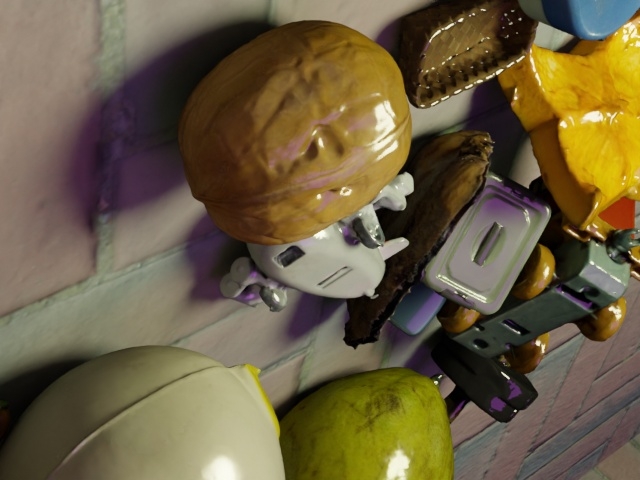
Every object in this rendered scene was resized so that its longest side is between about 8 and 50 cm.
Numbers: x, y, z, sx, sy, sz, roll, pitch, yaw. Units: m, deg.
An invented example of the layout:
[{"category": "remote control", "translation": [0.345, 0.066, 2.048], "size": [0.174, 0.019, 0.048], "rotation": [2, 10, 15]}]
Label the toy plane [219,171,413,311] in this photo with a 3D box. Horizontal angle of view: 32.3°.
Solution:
[{"category": "toy plane", "translation": [0.001, 0.003, 1.249], "size": [0.252, 0.118, 0.252], "rotation": [-20, 155, -10]}]

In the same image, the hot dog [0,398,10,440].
[{"category": "hot dog", "translation": [-0.381, 0.220, 1.091], "size": [0.188, 0.055, 0.072], "rotation": [-46, 148, 1]}]

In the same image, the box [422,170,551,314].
[{"category": "box", "translation": [0.201, -0.006, 1.429], "size": [0.124, 0.093, 0.172], "rotation": [27, 97, -18]}]

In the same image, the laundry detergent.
[{"category": "laundry detergent", "translation": [0.156, 0.027, 1.515], "size": [0.206, 0.096, 0.061], "rotation": [-53, 178, 6]}]

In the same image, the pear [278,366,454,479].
[{"category": "pear", "translation": [0.067, 0.326, 1.604], "size": [0.375, 0.287, 0.287], "rotation": [-47, 154, -24]}]

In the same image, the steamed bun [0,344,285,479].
[{"category": "steamed bun", "translation": [-0.194, 0.287, 1.163], "size": [0.334, 0.334, 0.374], "rotation": [-16, 144, -42]}]

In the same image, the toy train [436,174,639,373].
[{"category": "toy train", "translation": [0.310, 0.031, 1.535], "size": [0.369, 0.163, 0.232], "rotation": [-35, -150, 48]}]

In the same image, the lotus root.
[{"category": "lotus root", "translation": [0.100, -0.005, 1.390], "size": [0.329, 0.078, 0.167], "rotation": [-58, -173, 26]}]

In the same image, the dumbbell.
[{"category": "dumbbell", "translation": [0.196, 0.291, 1.803], "size": [0.388, 0.185, 0.185], "rotation": [-49, 151, 7]}]

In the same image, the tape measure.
[{"category": "tape measure", "translation": [0.280, -0.361, 1.125], "size": [0.215, 0.098, 0.351], "rotation": [-49, 143, -13]}]

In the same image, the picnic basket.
[{"category": "picnic basket", "translation": [0.161, -0.224, 1.226], "size": [0.193, 0.055, 0.110], "rotation": [-29, 141, -31]}]

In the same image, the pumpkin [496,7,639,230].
[{"category": "pumpkin", "translation": [0.357, -0.162, 1.399], "size": [0.290, 0.258, 0.095], "rotation": [-19, 175, -36]}]

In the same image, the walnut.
[{"category": "walnut", "translation": [-0.023, -0.099, 1.026], "size": [0.225, 0.193, 0.193], "rotation": [-36, 150, -9]}]
